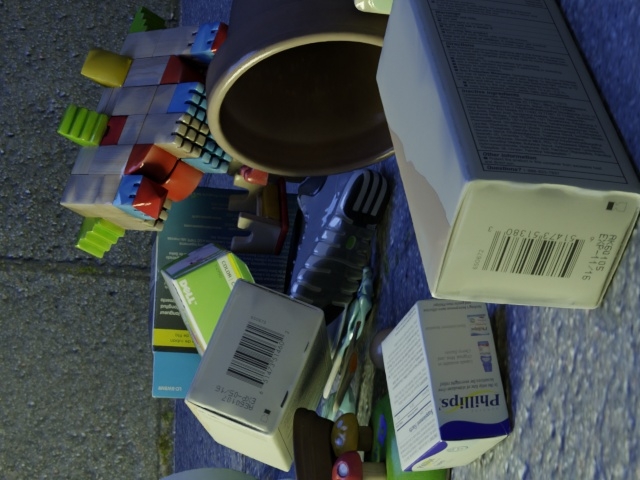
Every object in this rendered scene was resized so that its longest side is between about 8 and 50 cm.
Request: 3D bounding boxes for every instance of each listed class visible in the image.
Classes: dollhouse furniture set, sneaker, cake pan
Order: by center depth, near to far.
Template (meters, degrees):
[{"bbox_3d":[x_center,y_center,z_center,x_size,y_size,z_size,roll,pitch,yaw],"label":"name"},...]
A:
[{"bbox_3d":[0.000,0.000,1.818,0.132,0.086,0.228,37,102,53],"label":"sneaker"},{"bbox_3d":[-0.005,0.039,1.974,0.293,0.054,0.293,-172,90,-81],"label":"cake pan"},{"bbox_3d":[-0.049,-0.177,2.081,0.201,0.152,0.374,107,162,-46],"label":"dollhouse furniture set"}]

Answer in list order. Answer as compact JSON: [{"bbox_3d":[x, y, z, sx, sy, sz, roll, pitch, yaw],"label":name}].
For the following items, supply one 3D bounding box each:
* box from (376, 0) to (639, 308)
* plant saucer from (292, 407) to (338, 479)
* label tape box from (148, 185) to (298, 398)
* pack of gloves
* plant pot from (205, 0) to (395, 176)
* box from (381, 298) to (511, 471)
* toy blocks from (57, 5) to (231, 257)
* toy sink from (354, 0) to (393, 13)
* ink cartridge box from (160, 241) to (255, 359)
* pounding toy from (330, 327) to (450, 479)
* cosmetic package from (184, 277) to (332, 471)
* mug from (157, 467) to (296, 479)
[{"bbox_3d":[0.145,-0.093,1.183,0.311,0.148,0.121,-98,17,-50],"label":"box"},{"bbox_3d":[0.020,0.323,1.619,0.278,0.041,0.277,-14,-90,-84],"label":"plant saucer"},{"bbox_3d":[-0.144,0.090,2.208,0.106,0.241,0.333,136,137,-72],"label":"label tape box"},{"bbox_3d":[0.044,0.160,1.832,0.232,0.046,0.195,109,175,-49],"label":"pack of gloves"},{"bbox_3d":[-0.007,-0.235,1.630,0.263,0.263,0.229,112,156,-54],"label":"plant pot"},{"bbox_3d":[0.117,0.138,1.353,0.126,0.072,0.137,121,143,-65],"label":"box"},{"bbox_3d":[-0.224,-0.162,2.069,0.261,0.191,0.381,4,70,49],"label":"toy blocks"},{"bbox_3d":[0.105,-0.322,1.476,0.234,0.131,0.152,-101,19,-50],"label":"toy sink"},{"bbox_3d":[-0.129,0.114,1.989,0.188,0.097,0.255,66,170,-11],"label":"ink cartridge box"},{"bbox_3d":[0.062,0.205,1.528,0.183,0.110,0.236,147,126,-75],"label":"pounding toy"},{"bbox_3d":[-0.066,0.169,1.710,0.309,0.113,0.160,87,-154,-73],"label":"cosmetic package"},{"bbox_3d":[-0.114,0.491,1.964,0.374,0.276,0.328,-49,31,16],"label":"mug"}]
